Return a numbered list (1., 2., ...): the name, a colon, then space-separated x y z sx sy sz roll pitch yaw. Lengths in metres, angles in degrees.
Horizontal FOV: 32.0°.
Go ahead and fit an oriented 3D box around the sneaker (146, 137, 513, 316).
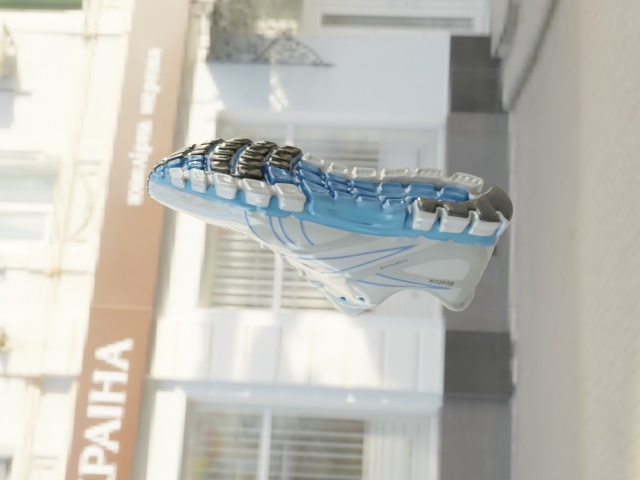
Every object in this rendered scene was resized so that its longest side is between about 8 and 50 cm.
1. sneaker: 0.000 0.000 0.589 0.071 0.191 0.083 -77 -2 -63
